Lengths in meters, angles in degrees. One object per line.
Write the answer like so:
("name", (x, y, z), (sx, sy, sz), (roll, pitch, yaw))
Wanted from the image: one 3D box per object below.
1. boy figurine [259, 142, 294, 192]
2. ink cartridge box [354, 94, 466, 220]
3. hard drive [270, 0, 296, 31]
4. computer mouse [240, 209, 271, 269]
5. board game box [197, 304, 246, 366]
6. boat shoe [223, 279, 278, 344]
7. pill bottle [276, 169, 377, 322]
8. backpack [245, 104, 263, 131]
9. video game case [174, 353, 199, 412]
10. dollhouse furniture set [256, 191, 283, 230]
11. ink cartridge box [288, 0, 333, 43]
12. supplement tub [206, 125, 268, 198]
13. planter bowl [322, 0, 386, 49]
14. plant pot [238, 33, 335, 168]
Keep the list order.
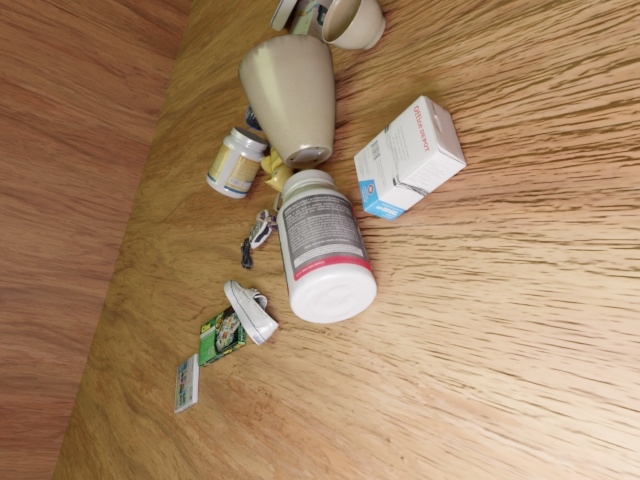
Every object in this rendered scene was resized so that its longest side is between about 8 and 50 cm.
("boy figurine", (-0.118, -0.253, 1.447), (0.177, 0.092, 0.285), (-24, 53, 38))
("ink cartridge box", (0.169, -0.157, 0.981), (0.203, 0.086, 0.148), (-38, 46, 40))
("hard drive", (-0.090, -0.788, 1.615), (0.210, 0.040, 0.318), (-57, 14, 21))
("computer mouse", (-0.183, -0.010, 1.471), (0.193, 0.042, 0.106), (-52, 32, 36))
("board game box", (-0.299, 0.284, 1.506), (0.260, 0.030, 0.136), (-34, 50, 43))
("boat shoe", (-0.184, 0.177, 1.350), (0.084, 0.095, 0.258), (-38, 43, -4))
("pill bottle", (0.000, 0.000, 1.070), (0.176, 0.176, 0.318), (-46, 41, 34))
("backpack", (-0.186, -0.417, 1.630), (0.101, 0.098, 0.120), (-92, 26, -81))
("video game case", (-0.435, 0.465, 1.626), (0.143, 0.019, 0.157), (-38, 46, 41))
("dollhouse furniture set", (-0.111, -0.095, 1.382), (0.081, 0.091, 0.114), (-4, 68, 39))
("ink cartridge box", (-0.021, -0.685, 1.529), (0.134, 0.078, 0.231), (8, 81, 57))
("supplement tub", (-0.269, -0.253, 1.620), (0.199, 0.144, 0.144), (-60, 35, 17))
("planter bowl", (0.096, -0.554, 1.265), (0.162, 0.109, 0.162), (-29, 52, 46))
("plant pot", (-0.064, -0.337, 1.298), (0.256, 0.257, 0.273), (-29, 69, 46))
